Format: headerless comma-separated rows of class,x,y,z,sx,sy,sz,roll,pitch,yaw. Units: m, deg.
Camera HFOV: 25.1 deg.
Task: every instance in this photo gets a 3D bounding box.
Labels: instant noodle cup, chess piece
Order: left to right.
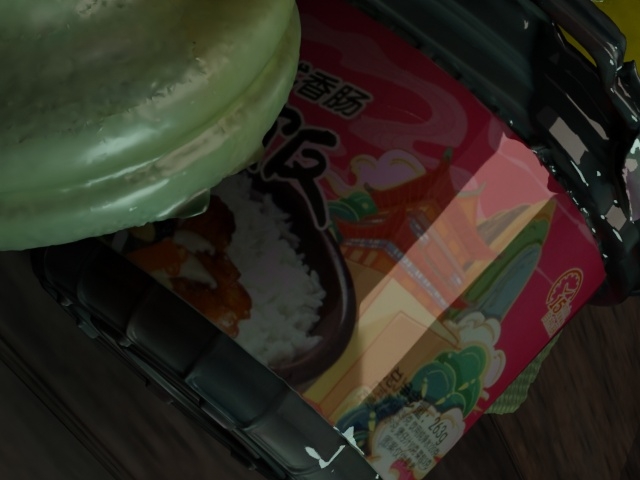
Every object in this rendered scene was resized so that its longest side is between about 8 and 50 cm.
chess piece,-0.111,-0.153,0.396,0.175,0.176,0.298,-55,145,-35
instant noodle cup,0.000,0.000,0.601,0.181,0.258,0.302,-51,177,-12

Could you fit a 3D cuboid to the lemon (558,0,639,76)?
lemon,0.162,-0.148,0.799,0.284,0.261,0.260,-57,145,-53

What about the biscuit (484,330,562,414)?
biscuit,0.139,0.031,1.017,0.252,0.052,0.150,-50,140,-39
